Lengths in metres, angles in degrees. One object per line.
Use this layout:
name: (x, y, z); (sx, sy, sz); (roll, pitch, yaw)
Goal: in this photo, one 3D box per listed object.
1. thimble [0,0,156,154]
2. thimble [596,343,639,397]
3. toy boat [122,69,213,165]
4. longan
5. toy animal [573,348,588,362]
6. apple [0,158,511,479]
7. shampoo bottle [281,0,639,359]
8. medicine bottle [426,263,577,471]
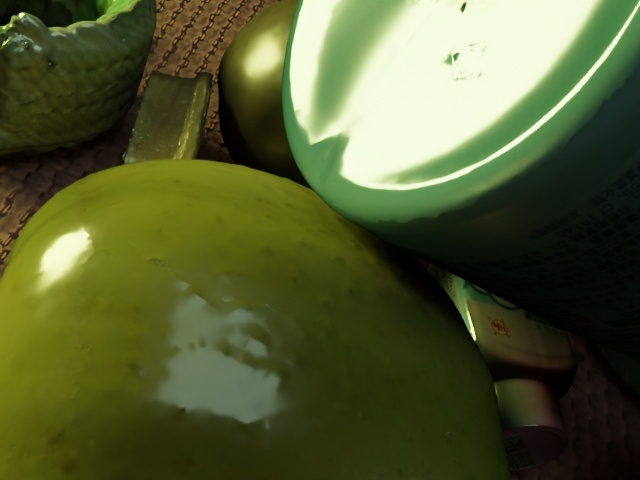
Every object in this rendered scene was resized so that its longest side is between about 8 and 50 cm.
thimble: (-0.262, -0.187, 0.744); (0.218, 0.150, 0.219); (15, 44, -15)
thimble: (0.396, 0.076, 0.859); (0.198, 0.143, 0.235); (-4, 54, -30)
toy boat: (-0.139, -0.088, 0.744); (0.061, 0.116, 0.188); (12, 46, -9)
longan: (0.016, -0.138, 0.800); (0.248, 0.248, 0.248); (15, 45, -15)
toy animal: (0.227, 0.110, 0.816); (0.084, 0.028, 0.050); (-7, 62, -34)
apple: (-0.045, 0.108, 0.558); (0.360, 0.311, 0.320); (18, 71, -17)
shampoo bottle: (0.196, -0.105, 0.581); (0.342, 0.331, 0.331); (23, 39, -37)
medicine bottle: (0.159, 0.104, 0.736); (0.119, 0.094, 0.188); (15, 44, -21)
